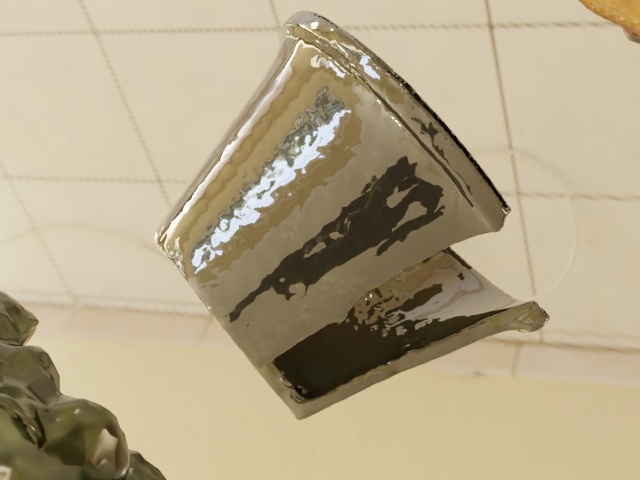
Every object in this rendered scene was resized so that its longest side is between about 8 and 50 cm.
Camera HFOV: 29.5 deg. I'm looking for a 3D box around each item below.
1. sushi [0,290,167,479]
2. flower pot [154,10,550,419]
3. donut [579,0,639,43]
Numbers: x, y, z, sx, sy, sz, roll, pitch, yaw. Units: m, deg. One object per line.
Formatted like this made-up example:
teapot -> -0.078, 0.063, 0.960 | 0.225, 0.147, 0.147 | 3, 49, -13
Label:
sushi -> -0.204, 0.132, 0.308 | 0.178, 0.352, 0.294 | 19, 110, 46
flower pot -> 0.000, 0.000, 1.146 | 0.379, 0.251, 0.379 | 50, 175, 5
donut -> 0.421, -0.423, 1.383 | 0.435, 0.163, 0.378 | 43, 144, -23
